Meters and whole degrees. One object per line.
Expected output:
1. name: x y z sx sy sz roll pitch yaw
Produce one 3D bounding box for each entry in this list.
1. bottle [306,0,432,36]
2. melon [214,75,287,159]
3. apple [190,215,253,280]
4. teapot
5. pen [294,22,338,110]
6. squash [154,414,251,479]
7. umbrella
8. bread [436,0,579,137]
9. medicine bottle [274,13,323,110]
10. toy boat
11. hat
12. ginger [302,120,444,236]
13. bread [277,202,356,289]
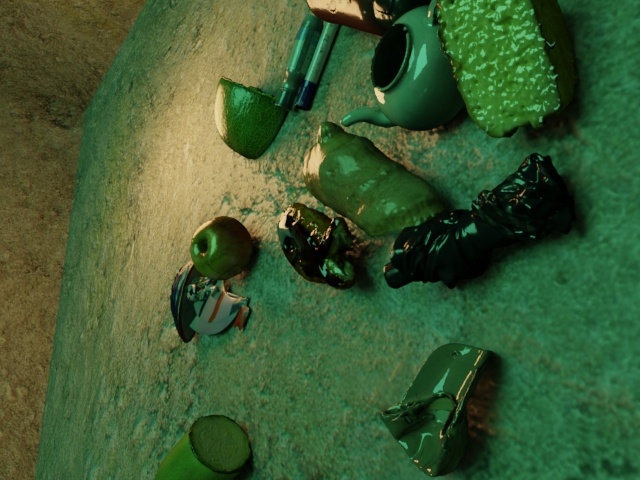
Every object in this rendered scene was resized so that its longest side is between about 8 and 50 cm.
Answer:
1. bottle: 0.100 -0.454 1.185 0.336 0.144 0.143 41 110 54
2. melon: -0.204 -0.300 1.585 0.265 0.129 0.169 37 110 55
3. apple: -0.218 0.017 1.457 0.146 0.147 0.146 -31 51 47
4. teapot: 0.154 -0.270 1.007 0.294 0.130 0.193 -52 38 44
5. pen: 0.005 -0.413 1.408 0.033 0.033 0.268 29 98 57
6. squash: -0.250 0.464 1.289 0.247 0.133 0.132 -53 37 32
7. umbrella: 0.196 -0.004 0.842 0.272 0.122 0.110 -34 70 34
8. bread: 0.253 -0.256 0.846 0.143 0.140 0.228 -11 99 45
9. medicine bottle: -0.048 -0.395 1.445 0.090 0.054 0.208 -128 59 -81
10. toy boat: -0.266 0.163 1.531 0.318 0.072 0.219 42 108 45
11. hat: 0.173 0.218 0.831 0.175 0.085 0.147 -52 19 -9
12. ginger: 0.071 -0.091 1.053 0.354 0.126 0.189 37 148 50
13. bread: 0.000 0.007 1.143 0.269 0.095 0.139 16 121 59
